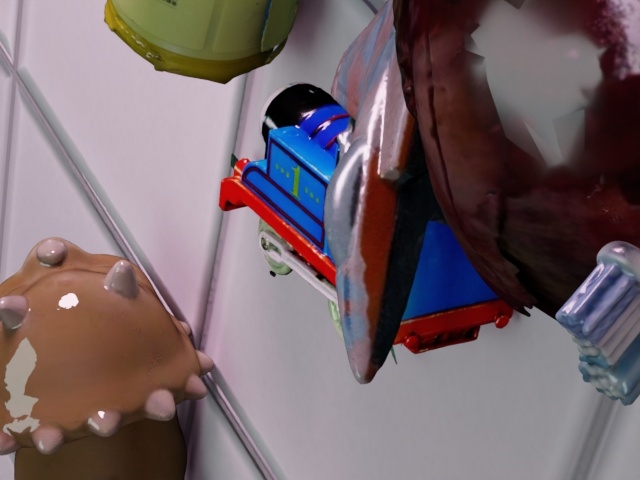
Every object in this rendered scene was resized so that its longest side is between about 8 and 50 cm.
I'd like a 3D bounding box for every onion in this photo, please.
[{"bbox_3d":[0.135,-0.083,0.709,0.252,0.219,0.252,-15,-90,-75],"label":"onion"}]

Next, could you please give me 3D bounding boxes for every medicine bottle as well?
[{"bbox_3d":[-0.056,-0.203,1.114,0.124,0.124,0.239,59,148,34],"label":"medicine bottle"}]

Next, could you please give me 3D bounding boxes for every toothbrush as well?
[{"bbox_3d":[0.154,0.124,0.738,0.040,0.040,0.386,52,174,42],"label":"toothbrush"}]

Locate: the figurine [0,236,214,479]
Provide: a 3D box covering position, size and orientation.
[{"bbox_3d":[-0.169,0.124,1.387,0.173,0.177,0.247,-141,56,-77],"label":"figurine"}]

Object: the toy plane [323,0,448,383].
[{"bbox_3d":[0.051,-0.071,0.889,0.223,0.104,0.326,132,147,-51],"label":"toy plane"}]

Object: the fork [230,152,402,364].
[{"bbox_3d":[0.002,0.000,1.183,0.235,0.021,0.039,48,136,48],"label":"fork"}]

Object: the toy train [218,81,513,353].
[{"bbox_3d":[0.027,-0.021,1.058,0.204,0.083,0.131,41,134,48],"label":"toy train"}]
